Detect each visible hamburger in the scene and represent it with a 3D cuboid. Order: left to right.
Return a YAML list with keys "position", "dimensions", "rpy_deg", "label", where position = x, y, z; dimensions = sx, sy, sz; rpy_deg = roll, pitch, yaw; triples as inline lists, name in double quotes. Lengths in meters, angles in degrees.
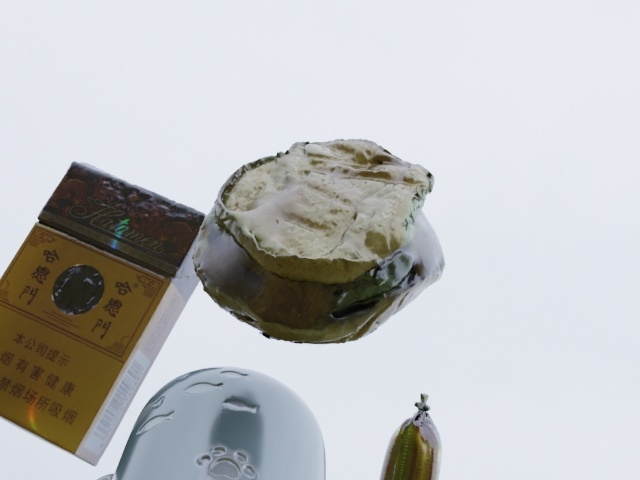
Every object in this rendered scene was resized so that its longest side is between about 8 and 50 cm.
- position: [0.002, 0.000, 1.089]
  dimensions: [0.265, 0.284, 0.134]
  rpy_deg: [28, -47, 41]
  label: "hamburger"

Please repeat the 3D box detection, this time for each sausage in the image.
- position: [0.173, 0.458, 1.879]
  dimensions: [0.117, 0.125, 0.318]
  rpy_deg: [13, -86, 50]
  label: "sausage"

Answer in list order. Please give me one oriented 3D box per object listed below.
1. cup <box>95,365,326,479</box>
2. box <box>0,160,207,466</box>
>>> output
- position: [-0.166, 0.322, 1.127]
  dimensions: [0.356, 0.274, 0.259]
  rpy_deg: [-14, -60, 14]
  label: "cup"
- position: [-0.366, 0.102, 1.485]
  dimensions: [0.264, 0.415, 0.116]
  rpy_deg: [23, -19, 17]
  label: "box"
